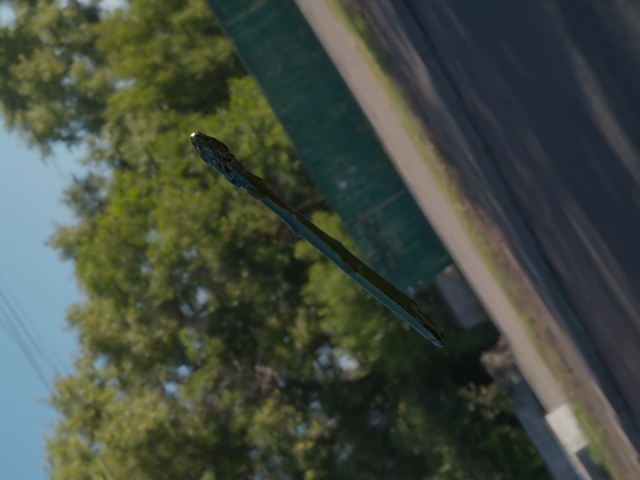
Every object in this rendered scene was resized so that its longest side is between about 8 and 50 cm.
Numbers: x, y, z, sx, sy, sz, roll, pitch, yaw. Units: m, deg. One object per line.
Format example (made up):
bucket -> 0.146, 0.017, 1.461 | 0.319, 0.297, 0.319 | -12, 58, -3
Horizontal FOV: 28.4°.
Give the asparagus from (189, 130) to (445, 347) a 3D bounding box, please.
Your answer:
asparagus -> 0.000, 0.000, 0.630 | 0.166, 0.013, 0.016 | 39, 155, -7
